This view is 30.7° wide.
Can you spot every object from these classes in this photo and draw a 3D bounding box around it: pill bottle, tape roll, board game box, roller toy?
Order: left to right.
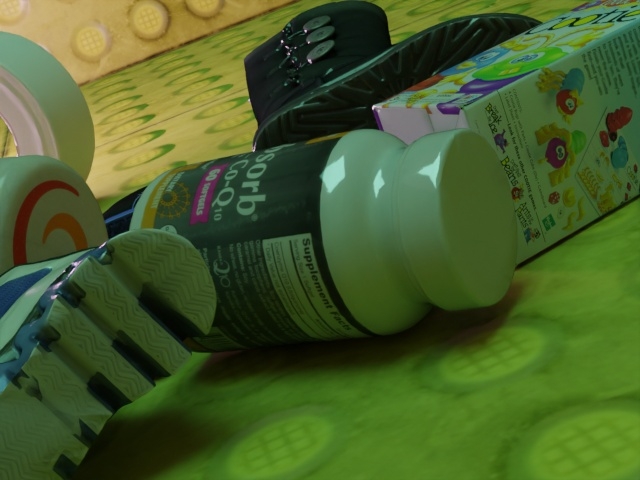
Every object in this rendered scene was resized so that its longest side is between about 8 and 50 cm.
[{"bbox_3d":[-0.474,-0.155,1.695,0.286,0.286,0.100,-11,19,27],"label":"tape roll"},{"bbox_3d":[-0.312,0.015,1.141,0.146,0.191,0.209,-4,15,23],"label":"roller toy"},{"bbox_3d":[0.000,0.000,0.912,0.279,0.162,0.162,-9,21,32],"label":"pill bottle"},{"bbox_3d":[0.211,-0.107,1.024,0.275,0.144,0.142,-27,18,-23],"label":"board game box"}]

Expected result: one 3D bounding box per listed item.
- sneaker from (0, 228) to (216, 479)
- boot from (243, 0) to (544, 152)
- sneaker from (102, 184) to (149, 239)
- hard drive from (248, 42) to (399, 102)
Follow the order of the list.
[{"bbox_3d":[-0.221,0.112,0.845,0.315,0.127,0.182,-43,17,-14],"label":"sneaker"},{"bbox_3d":[0.085,-0.214,1.449,0.367,0.146,0.445,-17,19,3],"label":"boot"},{"bbox_3d":[-0.158,-0.040,1.335,0.232,0.081,0.090,-16,24,15],"label":"sneaker"},{"bbox_3d":[0.036,-0.241,1.758,0.255,0.054,0.172,-7,22,35],"label":"hard drive"}]
